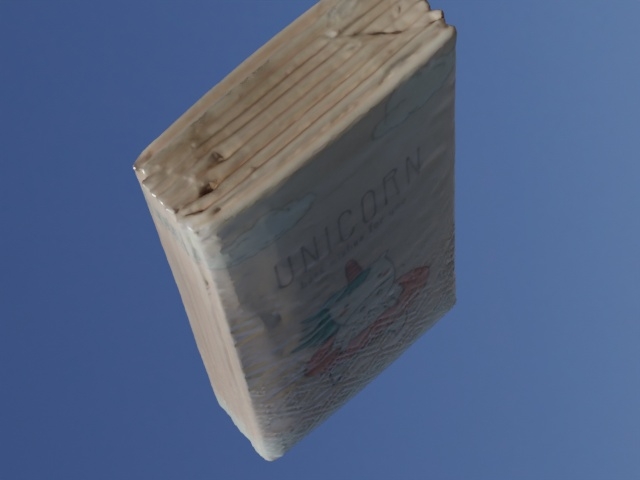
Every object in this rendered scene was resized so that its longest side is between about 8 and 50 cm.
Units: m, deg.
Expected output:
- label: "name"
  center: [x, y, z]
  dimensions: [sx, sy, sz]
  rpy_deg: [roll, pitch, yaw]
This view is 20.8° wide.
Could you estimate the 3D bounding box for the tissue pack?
- label: "tissue pack"
  center: [0.000, 0.000, 0.961]
  dimensions: [0.170, 0.071, 0.325]
  rpy_deg: [-38, -22, -14]
